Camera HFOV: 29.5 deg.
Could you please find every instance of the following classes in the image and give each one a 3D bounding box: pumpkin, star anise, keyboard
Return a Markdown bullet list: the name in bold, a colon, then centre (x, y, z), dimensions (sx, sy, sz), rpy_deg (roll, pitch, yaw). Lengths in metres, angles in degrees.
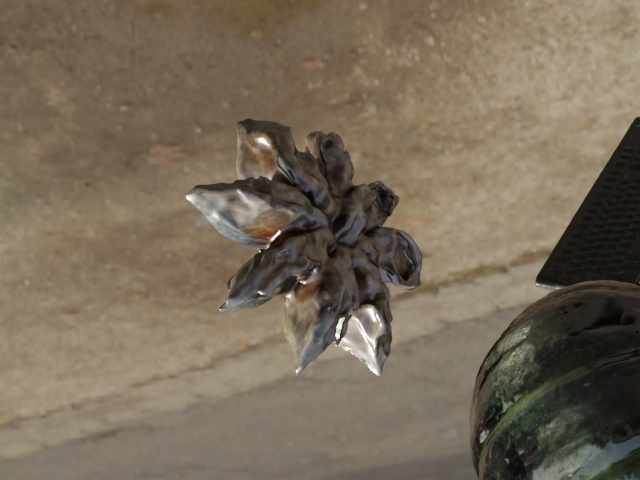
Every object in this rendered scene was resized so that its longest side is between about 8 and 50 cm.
- **pumpkin**: centre (0.204, 0.146, 0.811), dimensions (0.250, 0.250, 0.216), rpy_deg (7, 138, -43)
- **star anise**: centre (-0.002, -0.002, 1.377), dimensions (0.332, 0.331, 0.118), rpy_deg (8, 150, -44)
- **keyboard**: centre (0.286, 0.000, 1.197), dimensions (0.103, 0.381, 0.041), rpy_deg (10, 143, 34)
